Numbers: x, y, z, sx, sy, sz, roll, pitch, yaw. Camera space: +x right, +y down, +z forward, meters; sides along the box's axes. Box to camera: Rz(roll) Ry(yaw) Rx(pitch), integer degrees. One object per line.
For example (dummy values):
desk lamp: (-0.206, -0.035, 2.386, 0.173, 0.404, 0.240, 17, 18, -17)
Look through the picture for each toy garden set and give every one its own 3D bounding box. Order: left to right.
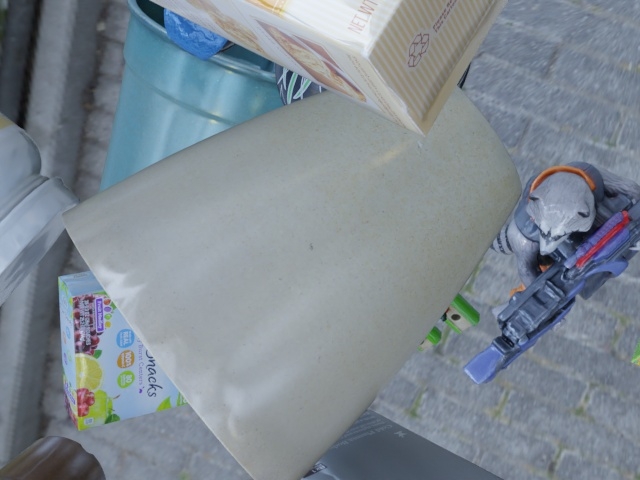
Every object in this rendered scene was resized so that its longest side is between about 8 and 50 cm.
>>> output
toy garden set: (0.064, 0.108, 1.553, 0.244, 0.049, 0.204, -30, 120, 31)

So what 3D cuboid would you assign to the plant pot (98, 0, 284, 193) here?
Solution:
plant pot: (-0.161, -0.150, 1.613, 0.341, 0.341, 0.334, 26, 113, 10)

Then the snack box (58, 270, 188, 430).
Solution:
snack box: (-0.257, 0.136, 1.492, 0.070, 0.174, 0.207, 40, 133, 51)

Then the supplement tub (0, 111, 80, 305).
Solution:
supplement tub: (-0.437, -0.070, 1.115, 0.331, 0.241, 0.241, 39, 111, -4)

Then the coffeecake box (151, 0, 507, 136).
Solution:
coffeecake box: (-0.012, -0.143, 0.378, 0.185, 0.068, 0.142, 30, 86, 26)

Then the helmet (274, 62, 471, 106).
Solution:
helmet: (0.041, -0.169, 0.998, 0.169, 0.161, 0.169, 19, 116, 44)

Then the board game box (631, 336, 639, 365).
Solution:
board game box: (0.571, 0.073, 1.770, 0.039, 0.124, 0.259, 22, 71, 3)

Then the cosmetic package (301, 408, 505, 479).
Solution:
cosmetic package: (0.063, 0.236, 0.932, 0.238, 0.127, 0.107, 11, 113, 56)

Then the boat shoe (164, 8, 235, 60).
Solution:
boat shoe: (-0.043, -0.263, 0.854, 0.109, 0.089, 0.258, 42, 118, 1)

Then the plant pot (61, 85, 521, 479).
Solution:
plant pot: (0.000, 0.000, 0.807, 0.274, 0.256, 0.256, -38, 90, -6)

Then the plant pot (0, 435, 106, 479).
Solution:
plant pot: (-0.365, 0.344, 1.413, 0.167, 0.165, 0.167, 7, 114, 17)

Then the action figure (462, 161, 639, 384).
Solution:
action figure: (0.259, 0.022, 1.346, 0.341, 0.330, 0.178, -40, 72, -12)
